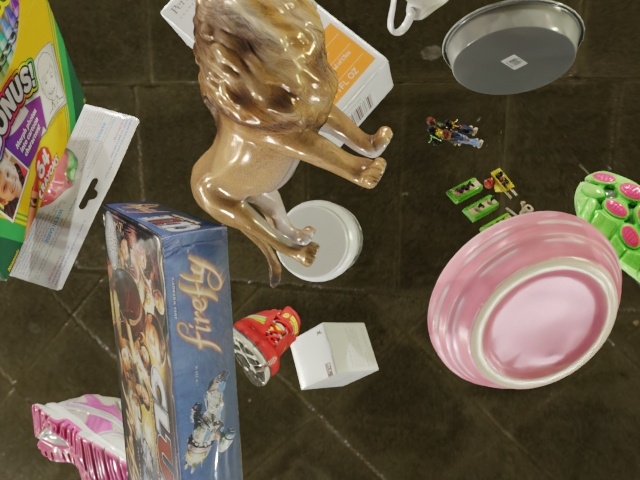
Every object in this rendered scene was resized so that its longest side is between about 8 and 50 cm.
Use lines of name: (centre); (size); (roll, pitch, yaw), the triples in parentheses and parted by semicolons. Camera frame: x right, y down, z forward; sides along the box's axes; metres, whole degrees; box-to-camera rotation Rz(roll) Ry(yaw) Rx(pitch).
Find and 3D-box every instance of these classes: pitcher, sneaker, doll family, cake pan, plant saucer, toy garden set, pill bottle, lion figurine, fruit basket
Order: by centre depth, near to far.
lion figurine: (-0.072, -0.099, 0.733); (0.240, 0.142, 0.392); (28, 133, -8)
sneaker: (-0.291, 0.276, 0.895); (0.252, 0.111, 0.102); (22, 118, 34)
plant saucer: (0.343, 0.117, 1.039); (0.332, 0.084, 0.332); (-6, 118, -11)
sneaker: (-0.088, 0.151, 1.043); (0.118, 0.279, 0.107); (-31, 95, -6)
fruit basket: (-0.527, -0.109, 1.098); (0.353, 0.165, 0.326); (17, 72, 3)
cake pan: (0.410, -0.401, 1.376); (0.293, 0.293, 0.054); (-4, 71, 17)
pitcher: (0.199, -0.579, 1.460); (0.125, 0.207, 0.177); (40, 91, 30)
sneaker: (0.811, 0.037, 1.616); (0.185, 0.202, 0.482); (-36, 75, 4)
pill bottle: (0.000, 0.000, 1.660); (0.204, 0.361, 0.204); (0, 91, 8)
doll family: (0.336, -0.281, 1.672); (0.111, 0.193, 0.076); (16, 90, -25)
toy garden set: (0.491, -0.087, 1.729); (0.244, 0.204, 0.049); (51, 145, 19)

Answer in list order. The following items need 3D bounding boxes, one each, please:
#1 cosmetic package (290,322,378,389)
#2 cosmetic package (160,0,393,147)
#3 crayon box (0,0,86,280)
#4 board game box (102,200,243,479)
cosmetic package: (0.038, 0.332, 1.857); (0.151, 0.184, 0.151); (-34, 62, 36)
cosmetic package: (-0.090, -0.407, 1.378); (0.453, 0.161, 0.230); (41, 92, 13)
crayon box: (-0.451, -0.183, 0.846); (0.106, 0.362, 0.313); (5, 145, 2)
board game box: (-0.107, 0.101, 0.458); (0.165, 0.042, 0.243); (16, 111, 59)
